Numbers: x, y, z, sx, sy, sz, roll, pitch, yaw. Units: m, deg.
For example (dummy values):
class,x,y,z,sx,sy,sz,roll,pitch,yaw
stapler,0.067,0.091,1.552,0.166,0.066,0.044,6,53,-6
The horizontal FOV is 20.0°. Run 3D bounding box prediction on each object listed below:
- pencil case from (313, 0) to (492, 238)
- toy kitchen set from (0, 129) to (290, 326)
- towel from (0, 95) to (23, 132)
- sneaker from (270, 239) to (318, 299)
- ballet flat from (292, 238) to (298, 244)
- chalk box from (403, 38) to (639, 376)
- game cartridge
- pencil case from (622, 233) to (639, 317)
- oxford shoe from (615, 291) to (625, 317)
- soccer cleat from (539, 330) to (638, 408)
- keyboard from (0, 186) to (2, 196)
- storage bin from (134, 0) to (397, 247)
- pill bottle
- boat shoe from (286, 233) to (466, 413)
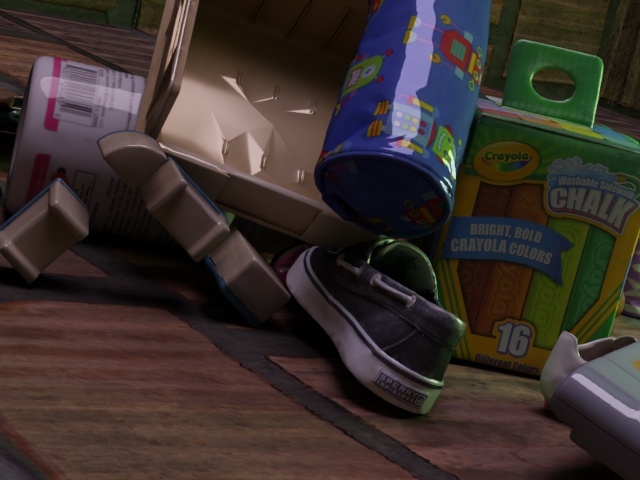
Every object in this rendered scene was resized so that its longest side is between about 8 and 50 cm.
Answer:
class,x,y,z,sx,sy,sz,roll,pitch,yaw
pencil case,0.076,-0.141,1.610,0.133,0.306,0.119,-21,-51,36
toy kitchen set,-0.162,0.016,1.603,0.207,0.166,0.122,49,1,-18
towel,-0.218,-0.123,2.136,0.370,0.040,0.271,7,-2,-23
sneaker,-0.005,0.024,1.753,0.074,0.063,0.170,7,11,35
ballet flat,0.000,0.000,1.945,0.057,0.049,0.173,-36,29,-14
chalk box,0.192,-0.037,1.690,0.180,0.289,0.179,12,11,-10
game cartridge,0.321,0.148,1.419,0.198,0.062,0.297,31,22,25
pencil case,0.377,-0.008,2.016,0.088,0.206,0.086,21,26,20
oxford shoe,0.221,0.049,1.928,0.212,0.076,0.076,16,-19,23
soccer cleat,0.278,0.121,1.563,0.196,0.076,0.068,8,13,-29
keyboard,-0.393,-0.056,1.771,0.108,0.023,0.180,16,11,13
storage bin,-0.026,-0.142,1.716,0.262,0.123,0.260,21,49,-15
pill bottle,-0.160,-0.077,1.795,0.283,0.160,0.160,12,11,-12
boat shoe,0.052,0.045,1.543,0.108,0.102,0.301,29,8,-17
